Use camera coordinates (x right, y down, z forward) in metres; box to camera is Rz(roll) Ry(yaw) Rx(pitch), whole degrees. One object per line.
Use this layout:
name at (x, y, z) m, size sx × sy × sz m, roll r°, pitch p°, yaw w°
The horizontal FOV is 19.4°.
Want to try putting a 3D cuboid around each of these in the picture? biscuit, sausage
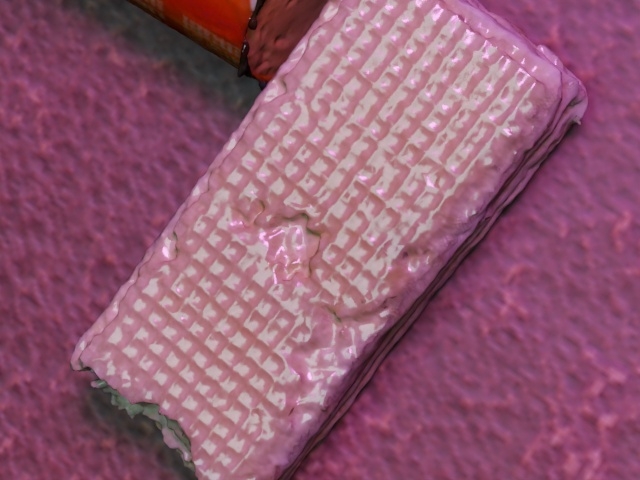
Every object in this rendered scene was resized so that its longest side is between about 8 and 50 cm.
biscuit at (0.000, 0.000, 0.772) m, size 0.108 × 0.062 × 0.239 m, roll 40°, pitch 102°, yaw 15°
sausage at (-0.111, -0.159, 0.807) m, size 0.264 × 0.083 × 0.083 m, roll 32°, pitch 99°, yaw 17°
